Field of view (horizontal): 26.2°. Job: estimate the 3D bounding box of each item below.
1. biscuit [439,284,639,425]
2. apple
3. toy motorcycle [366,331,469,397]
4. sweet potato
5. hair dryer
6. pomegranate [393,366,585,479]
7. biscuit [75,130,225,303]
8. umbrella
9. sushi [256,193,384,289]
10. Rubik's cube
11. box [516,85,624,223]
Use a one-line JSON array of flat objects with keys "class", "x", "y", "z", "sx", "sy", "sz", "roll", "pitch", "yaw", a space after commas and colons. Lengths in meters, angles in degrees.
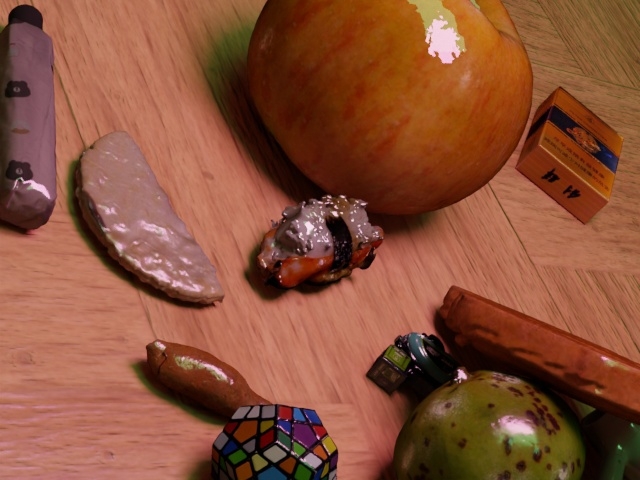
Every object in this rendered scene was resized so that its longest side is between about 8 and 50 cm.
[{"class": "biscuit", "x": 0.313, "y": 0.151, "z": 1.653, "sx": 0.350, "sy": 0.078, "sz": 0.455, "roll": 19, "pitch": 1, "yaw": 2}, {"class": "apple", "x": 0.103, "y": -0.233, "z": 1.835, "sx": 0.400, "sy": 0.333, "sz": 0.400, "roll": 25, "pitch": 38, "yaw": -22}, {"class": "toy motorcycle", "x": 0.146, "y": 0.181, "z": 1.668, "sx": 0.173, "sy": 0.058, "sz": 0.100, "roll": 39, "pitch": 41, "yaw": -2}, {"class": "sweet potato", "x": -0.102, "y": 0.158, "z": 1.447, "sx": 0.195, "sy": 0.056, "sz": 0.056, "roll": 34, "pitch": 34, "yaw": -20}, {"class": "hair dryer", "x": 0.396, "y": 0.337, "z": 1.756, "sx": 0.206, "sy": 0.075, "sz": 0.237, "roll": 49, "pitch": 41, "yaw": -2}, {"class": "pomegranate", "x": 0.189, "y": 0.264, "z": 1.504, "sx": 0.211, "sy": 0.211, "sz": 0.263, "roll": -15, "pitch": 92, "yaw": -52}, {"class": "biscuit", "x": -0.212, "y": -0.025, "z": 1.556, "sx": 0.133, "sy": 0.032, "sz": 0.250, "roll": -8, "pitch": 58, "yaw": -50}, {"class": "umbrella", "x": -0.333, "y": -0.150, "z": 1.542, "sx": 0.073, "sy": 0.067, "sz": 0.337, "roll": 33, "pitch": 32, "yaw": -38}, {"class": "sushi", "x": 0.001, "y": -0.004, "z": 1.691, "sx": 0.097, "sy": 0.103, "sz": 0.226, "roll": 39, "pitch": 28, "yaw": 26}, {"class": "Rubik's cube", "x": -0.047, "y": 0.224, "z": 1.374, "sx": 0.133, "sy": 0.133, "sz": 0.112, "roll": 38, "pitch": 8, "yaw": -6}, {"class": "box", "x": 0.422, "y": -0.147, "z": 2.300, "sx": 0.152, "sy": 0.070, "sz": 0.237, "roll": 38, "pitch": 33, "yaw": -6}]
